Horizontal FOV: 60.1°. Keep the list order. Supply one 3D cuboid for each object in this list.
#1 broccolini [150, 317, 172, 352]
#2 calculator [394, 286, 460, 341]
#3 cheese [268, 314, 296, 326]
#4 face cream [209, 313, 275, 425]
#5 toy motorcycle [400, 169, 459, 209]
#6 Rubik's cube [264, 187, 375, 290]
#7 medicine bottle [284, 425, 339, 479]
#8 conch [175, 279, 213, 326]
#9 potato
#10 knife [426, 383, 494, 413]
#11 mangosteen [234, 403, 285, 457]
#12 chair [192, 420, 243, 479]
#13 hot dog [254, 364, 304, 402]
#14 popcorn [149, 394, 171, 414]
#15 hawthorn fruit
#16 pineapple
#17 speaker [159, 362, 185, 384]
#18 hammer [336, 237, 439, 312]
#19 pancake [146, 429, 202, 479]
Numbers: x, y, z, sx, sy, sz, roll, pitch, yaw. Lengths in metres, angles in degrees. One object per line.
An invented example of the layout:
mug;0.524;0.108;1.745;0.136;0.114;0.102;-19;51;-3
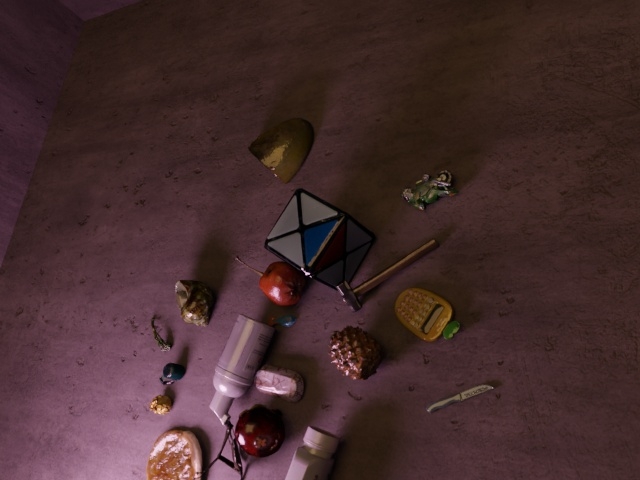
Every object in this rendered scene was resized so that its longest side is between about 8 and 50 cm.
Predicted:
broccolini;-0.661;0.379;2.255;0.054;0.052;0.194;-41;54;4
calculator;0.335;0.234;1.744;0.234;0.032;0.146;32;88;37
cheese;-0.138;0.290;2.000;0.111;0.017;0.047;-4;48;24
face cream;-0.297;0.454;1.948;0.145;0.145;0.370;17;77;34
toy motorcycle;0.367;-0.165;1.878;0.190;0.074;0.106;-24;69;19
Rubik's cube;0.000;0.001;1.910;0.246;0.248;0.250;31;87;35
medicine bottle;-0.040;0.723;1.674;0.111;0.161;0.297;13;75;32
conch;-0.495;0.247;2.176;0.187;0.124;0.182;-15;70;51
potato;-0.152;-0.410;2.264;0.255;0.112;0.269;-47;56;4
knife;0.405;0.458;1.617;0.210;0.015;0.028;-28;51;17
mangosteen;-0.198;0.617;1.823;0.166;0.166;0.180;-41;24;9
chair;-0.305;0.722;1.824;0.149;0.174;0.213;28;75;2
hot dog;-0.141;0.487;1.899;0.191;0.059;0.108;7;86;29
popcorn;-0.605;0.625;2.100;0.082;0.083;0.057;22;109;14
hawthorn fruit;-0.192;0.136;2.009;0.285;0.165;0.165;17;78;26
pineapple;0.099;0.350;1.757;0.193;0.166;0.166;39;92;36
speaker;-0.572;0.519;2.125;0.060;0.075;0.095;23;83;36
hammer;0.229;0.101;1.842;0.365;0.043;0.111;-33;96;7
pancake;-0.522;0.815;1.988;0.282;0.049;0.283;-14;61;28
